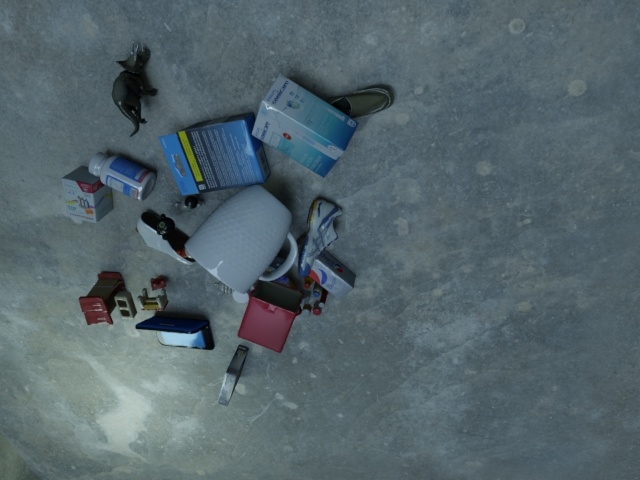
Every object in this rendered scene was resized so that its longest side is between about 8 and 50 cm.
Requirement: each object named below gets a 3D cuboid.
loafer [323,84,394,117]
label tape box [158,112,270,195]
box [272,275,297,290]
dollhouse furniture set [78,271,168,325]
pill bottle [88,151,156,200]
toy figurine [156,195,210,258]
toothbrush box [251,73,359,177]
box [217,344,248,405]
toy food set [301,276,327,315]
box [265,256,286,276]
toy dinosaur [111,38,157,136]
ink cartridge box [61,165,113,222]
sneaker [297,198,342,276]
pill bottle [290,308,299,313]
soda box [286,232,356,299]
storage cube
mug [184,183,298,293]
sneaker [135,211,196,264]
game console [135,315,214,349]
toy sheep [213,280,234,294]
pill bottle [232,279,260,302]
[{"bbox_3d":[0.117,-0.437,1.496,0.250,0.087,0.095,-10,118,17],"label":"loafer"},{"bbox_3d":[-0.376,-0.308,1.659,0.333,0.106,0.241,-6,120,14],"label":"label tape box"},{"bbox_3d":[-0.155,0.179,1.905,0.081,0.028,0.136,8,158,22],"label":"box"},{"bbox_3d":[-0.844,0.258,2.046,0.373,0.201,0.152,-1,120,4],"label":"dollhouse furniture set"},{"bbox_3d":[-0.760,-0.251,1.761,0.221,0.124,0.124,27,122,-5],"label":"pill bottle"},{"bbox_3d":[-0.504,-0.051,1.766,0.213,0.210,0.148,48,156,-14],"label":"toy figurine"},{"bbox_3d":[-0.056,-0.365,1.497,0.295,0.126,0.216,31,158,-8],"label":"toothbrush box"},{"bbox_3d":[-0.417,0.644,2.193,0.056,0.183,0.231,19,122,-1],"label":"box"},{"bbox_3d":[-0.032,0.245,1.924,0.111,0.105,0.233,13,122,3],"label":"toy food set"},{"bbox_3d":[-0.245,0.079,1.853,0.232,0.044,0.159,23,159,-4],"label":"box"},{"bbox_3d":[-0.647,-0.494,1.545,0.120,0.314,0.160,2,159,22],"label":"toy dinosaur"},{"bbox_3d":[-0.926,-0.182,1.831,0.128,0.127,0.176,12,123,3],"label":"ink cartridge box"},{"bbox_3d":[0.000,0.000,1.707,0.130,0.112,0.297,16,90,-12],"label":"sneaker"},{"bbox_3d":[-0.202,0.305,1.983,0.215,0.121,0.121,-21,114,23],"label":"pill bottle"},{"bbox_3d":[0.006,0.106,1.838,0.286,0.098,0.091,39,120,-13],"label":"soda box"},{"bbox_3d":[-0.192,0.292,1.811,0.214,0.184,0.193,22,110,0],"label":"storage cube"},{"bbox_3d":[-0.237,0.003,1.653,0.328,0.276,0.374,-50,126,-3],"label":"mug"},{"bbox_3d":[-0.643,0.009,1.916,0.290,0.106,0.123,42,129,-6],"label":"sneaker"},{"bbox_3d":[-0.674,0.455,2.145,0.292,0.250,0.174,2,94,9],"label":"game console"},{"bbox_3d":[-0.393,0.192,1.976,0.131,0.091,0.091,-2,122,-9],"label":"toy sheep"},{"bbox_3d":[-0.305,0.181,1.901,0.094,0.169,0.094,5,121,8],"label":"pill bottle"}]
